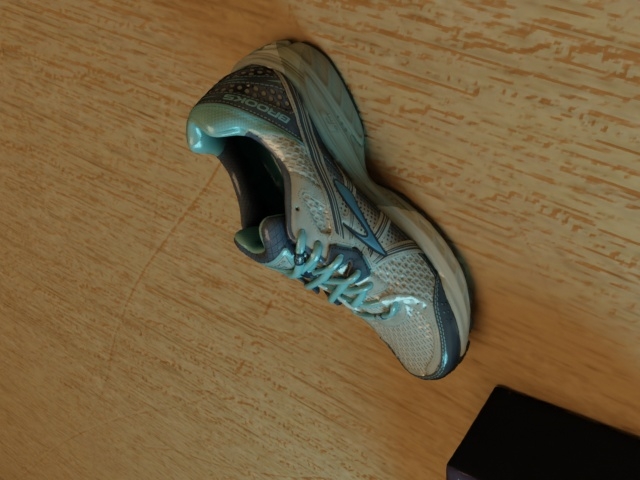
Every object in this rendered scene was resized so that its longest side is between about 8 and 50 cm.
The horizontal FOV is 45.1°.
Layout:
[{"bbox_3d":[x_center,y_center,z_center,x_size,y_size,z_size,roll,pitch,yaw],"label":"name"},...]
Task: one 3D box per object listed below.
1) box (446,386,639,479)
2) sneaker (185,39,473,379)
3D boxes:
[{"bbox_3d":[0.203,0.269,0.616,0.184,0.103,0.261,15,129,30],"label":"box"},{"bbox_3d":[0.000,0.000,0.568,0.110,0.122,0.283,-27,100,49],"label":"sneaker"}]
